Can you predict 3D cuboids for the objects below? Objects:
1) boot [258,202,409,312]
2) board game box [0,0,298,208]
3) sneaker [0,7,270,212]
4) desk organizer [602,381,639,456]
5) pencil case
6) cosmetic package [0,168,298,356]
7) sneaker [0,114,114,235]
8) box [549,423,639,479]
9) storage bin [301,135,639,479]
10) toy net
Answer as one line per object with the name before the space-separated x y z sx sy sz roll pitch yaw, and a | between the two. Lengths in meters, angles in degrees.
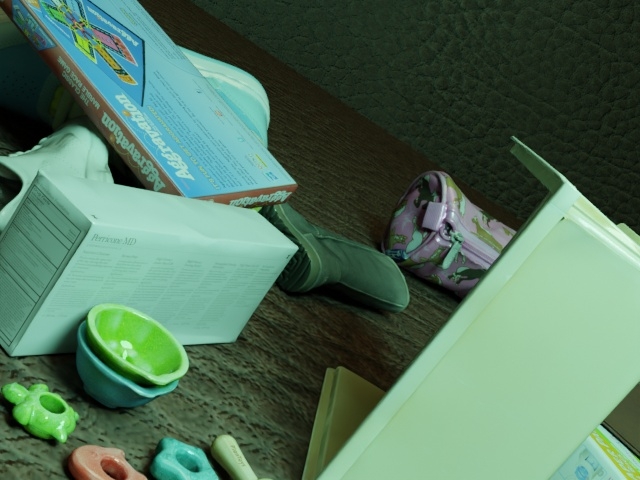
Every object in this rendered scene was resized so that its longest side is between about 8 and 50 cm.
boot | -0.002 0.001 1.002 0.208 0.076 0.190 5 45 -53
board game box | -0.151 -0.131 0.751 0.281 0.027 0.145 49 29 18
sneaker | -0.182 -0.104 0.828 0.318 0.127 0.208 10 41 -24
desk organizer | 0.277 0.148 0.790 0.130 0.050 0.047 43 15 25
pencil case | 0.278 0.050 1.343 0.386 0.160 0.167 31 43 -21
cosmetic package | -0.116 0.019 0.611 0.060 0.099 0.239 43 15 23
sneaker | -0.214 -0.051 0.685 0.094 0.080 0.212 5 21 -20
box | 0.237 0.231 0.746 0.114 0.103 0.203 28 16 -30
storage bin | 0.119 0.072 0.657 0.123 0.262 0.260 36 14 -4
toy net | -0.059 0.128 0.497 0.232 0.045 0.122 37 13 4
